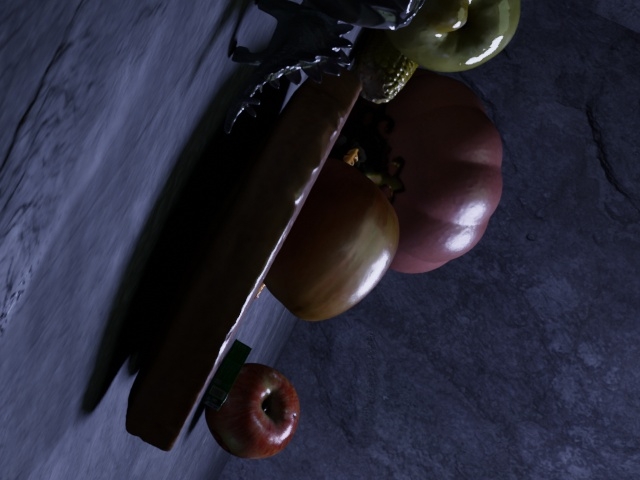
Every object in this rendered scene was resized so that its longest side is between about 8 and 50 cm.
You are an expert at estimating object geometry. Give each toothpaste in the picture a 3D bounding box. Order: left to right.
[{"bbox_3d":[-0.092,0.132,1.481,0.017,0.020,0.083,-58,-177,41],"label":"toothpaste"}]

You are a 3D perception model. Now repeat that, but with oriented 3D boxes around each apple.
[{"bbox_3d":[-0.105,0.257,2.273,0.131,0.146,0.146,-20,-144,53],"label":"apple"},{"bbox_3d":[0.000,0.000,1.771,0.199,0.199,0.199,26,90,-87],"label":"apple"},{"bbox_3d":[0.167,-0.310,1.929,0.200,0.200,0.200,26,90,-87],"label":"apple"}]

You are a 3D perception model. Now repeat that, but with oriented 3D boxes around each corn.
[{"bbox_3d":[0.121,-0.294,2.082,0.320,0.097,0.097,-59,174,-46],"label":"corn"}]

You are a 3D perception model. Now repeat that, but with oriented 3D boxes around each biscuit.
[{"bbox_3d":[-0.064,-0.005,1.386,0.349,0.078,0.455,-58,-179,10],"label":"biscuit"}]

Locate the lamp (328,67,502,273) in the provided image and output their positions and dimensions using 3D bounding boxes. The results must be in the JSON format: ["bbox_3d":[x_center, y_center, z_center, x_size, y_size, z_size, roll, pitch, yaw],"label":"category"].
[{"bbox_3d":[0.120,-0.104,2.202,0.240,0.305,0.305,2,124,-37],"label":"lamp"}]

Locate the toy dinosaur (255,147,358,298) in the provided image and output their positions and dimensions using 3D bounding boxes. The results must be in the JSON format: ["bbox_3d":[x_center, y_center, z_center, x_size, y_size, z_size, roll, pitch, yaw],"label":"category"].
[{"bbox_3d":[-0.038,-0.012,1.944,0.288,0.070,0.117,-57,-176,-38],"label":"toy dinosaur"}]

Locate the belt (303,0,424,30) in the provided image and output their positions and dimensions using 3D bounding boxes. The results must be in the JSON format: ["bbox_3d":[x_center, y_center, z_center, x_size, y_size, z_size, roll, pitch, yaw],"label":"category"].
[{"bbox_3d":[0.081,-0.312,1.096,0.324,0.115,0.227,-65,176,16],"label":"belt"}]

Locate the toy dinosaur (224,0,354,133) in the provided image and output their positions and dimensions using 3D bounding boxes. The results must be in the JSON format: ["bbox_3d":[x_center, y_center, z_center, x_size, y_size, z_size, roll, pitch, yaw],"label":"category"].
[{"bbox_3d":[-0.021,-0.141,1.102,0.209,0.082,0.039,-59,167,-46],"label":"toy dinosaur"}]
